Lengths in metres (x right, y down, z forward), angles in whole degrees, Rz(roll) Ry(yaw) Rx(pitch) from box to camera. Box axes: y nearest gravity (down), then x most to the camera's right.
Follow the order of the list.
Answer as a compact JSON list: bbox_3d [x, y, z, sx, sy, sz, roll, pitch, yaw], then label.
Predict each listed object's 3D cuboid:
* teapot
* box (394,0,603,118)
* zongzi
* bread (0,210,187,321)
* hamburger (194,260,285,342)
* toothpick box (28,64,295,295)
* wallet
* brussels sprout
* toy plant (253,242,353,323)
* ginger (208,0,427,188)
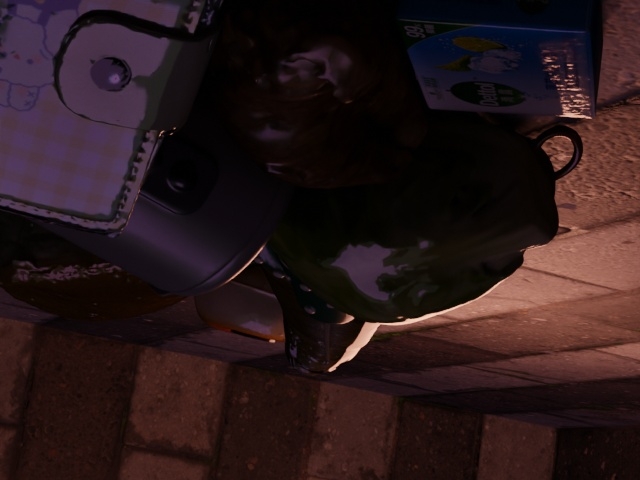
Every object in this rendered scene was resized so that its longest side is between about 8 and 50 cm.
[{"bbox_3d":[0.177,-0.069,1.435,0.173,0.116,0.116,-24,157,16],"label":"teapot"},{"bbox_3d":[0.140,-0.158,1.090,0.139,0.073,0.194,5,168,13],"label":"box"},{"bbox_3d":[-0.042,0.054,1.956,0.288,0.134,0.286,18,139,-14],"label":"zongzi"},{"bbox_3d":[-0.206,-0.033,1.553,0.279,0.224,0.250,0,164,17],"label":"bread"},{"bbox_3d":[-0.087,0.077,2.172,0.237,0.147,0.237,12,174,1],"label":"hamburger"},{"bbox_3d":[-0.186,-0.099,1.207,0.316,0.229,0.229,30,158,-34],"label":"toothpick box"},{"bbox_3d":[-0.183,-0.148,0.976,0.223,0.077,0.309,19,131,-10],"label":"wallet"},{"bbox_3d":[0.077,-0.036,1.323,0.271,0.219,0.210,-1,145,17],"label":"brussels sprout"},{"bbox_3d":[0.004,0.001,1.743,0.233,0.112,0.243,35,145,-4],"label":"toy plant"},{"bbox_3d":[-0.014,-0.133,1.096,0.172,0.165,0.321,33,179,15],"label":"ginger"}]
